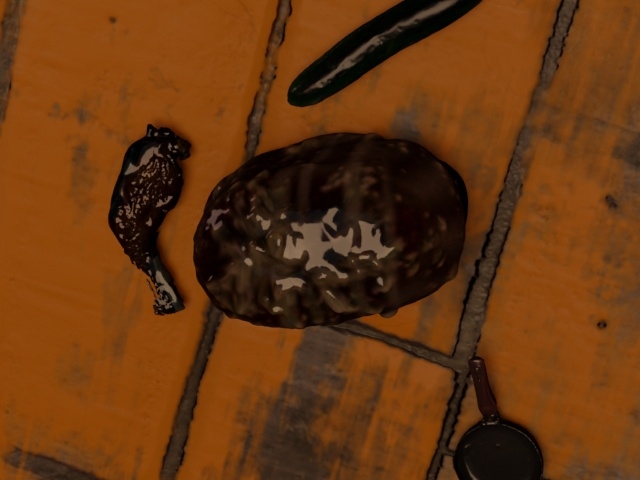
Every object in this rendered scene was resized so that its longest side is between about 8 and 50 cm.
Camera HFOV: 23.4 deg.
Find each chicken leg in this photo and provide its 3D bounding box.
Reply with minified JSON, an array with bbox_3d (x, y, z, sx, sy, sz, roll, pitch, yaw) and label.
[{"bbox_3d":[-0.215,-0.024,1.955,0.106,0.051,0.253,3,110,7],"label":"chicken leg"}]

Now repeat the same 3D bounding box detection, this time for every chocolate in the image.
[{"bbox_3d":[0.000,0.000,1.825,0.340,0.210,0.225,-6,102,15],"label":"chocolate"}]

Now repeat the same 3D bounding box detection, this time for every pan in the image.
[{"bbox_3d":[0.213,0.234,1.932,0.114,0.040,0.212,-8,111,16],"label":"pan"}]

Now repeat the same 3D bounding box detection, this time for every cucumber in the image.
[{"bbox_3d":[0.078,-0.240,1.819,0.284,0.056,0.056,-30,97,15],"label":"cucumber"}]
